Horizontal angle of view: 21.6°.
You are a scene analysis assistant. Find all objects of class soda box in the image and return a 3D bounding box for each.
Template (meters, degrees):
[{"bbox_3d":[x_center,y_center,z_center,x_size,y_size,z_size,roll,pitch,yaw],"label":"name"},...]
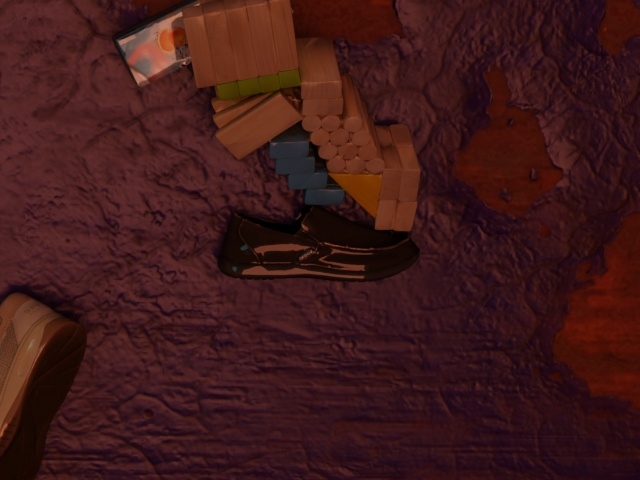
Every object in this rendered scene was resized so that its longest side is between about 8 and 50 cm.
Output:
[{"bbox_3d":[-0.122,-0.225,1.747,0.183,0.063,0.058,-27,105,-4],"label":"soda box"}]

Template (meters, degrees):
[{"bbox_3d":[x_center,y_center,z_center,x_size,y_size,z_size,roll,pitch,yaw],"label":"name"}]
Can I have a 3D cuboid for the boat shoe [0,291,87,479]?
[{"bbox_3d":[-0.355,0.202,1.782,0.098,0.109,0.302,28,97,26],"label":"boat shoe"}]

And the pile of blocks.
[{"bbox_3d":[-0.024,-0.144,1.742,0.149,0.112,0.362,-29,127,15],"label":"pile of blocks"}]

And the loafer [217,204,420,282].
[{"bbox_3d":[0.000,0.000,1.805,0.220,0.080,0.078,-1,102,-10],"label":"loafer"}]
